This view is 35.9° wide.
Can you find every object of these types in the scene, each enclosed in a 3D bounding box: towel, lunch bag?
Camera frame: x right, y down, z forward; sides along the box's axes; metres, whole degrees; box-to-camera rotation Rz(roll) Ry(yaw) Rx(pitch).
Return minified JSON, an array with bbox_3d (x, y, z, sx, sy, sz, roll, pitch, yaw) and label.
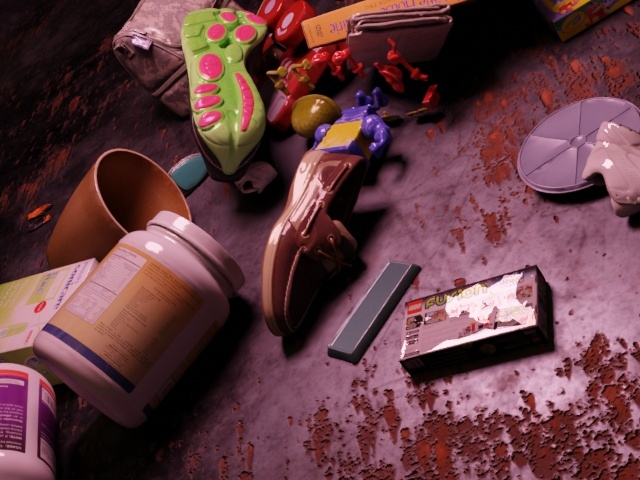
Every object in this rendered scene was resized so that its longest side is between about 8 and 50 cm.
[{"bbox_3d":[0.140,-0.370,1.826,0.187,0.049,0.282,-6,-4,1],"label":"towel"},{"bbox_3d":[-0.335,-0.485,2.358,0.212,0.256,0.305,-30,30,47],"label":"lunch bag"}]

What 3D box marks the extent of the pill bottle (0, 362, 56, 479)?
[{"bbox_3d":[-0.529,0.362,1.630,0.181,0.181,0.323,-33,33,7],"label":"pill bottle"}]

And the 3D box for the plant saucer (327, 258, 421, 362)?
[{"bbox_3d":[0.080,0.104,1.522,0.067,0.018,0.192,9,55,48],"label":"plant saucer"}]

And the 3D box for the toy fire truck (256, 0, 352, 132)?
[{"bbox_3d":[-0.071,-0.384,2.135,0.254,0.169,0.302,-54,31,9],"label":"toy fire truck"}]

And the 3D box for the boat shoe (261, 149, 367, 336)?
[{"bbox_3d":[0.000,0.000,1.622,0.123,0.123,0.342,4,59,25],"label":"boat shoe"}]

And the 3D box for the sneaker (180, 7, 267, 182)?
[{"bbox_3d":[-0.202,-0.309,2.005,0.185,0.202,0.482,6,46,-7],"label":"sneaker"}]

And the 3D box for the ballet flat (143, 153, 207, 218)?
[{"bbox_3d":[-0.316,-0.115,2.113,0.188,0.070,0.070,-46,34,-18],"label":"ballet flat"}]

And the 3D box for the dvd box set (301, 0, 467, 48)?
[{"bbox_3d":[0.216,-0.466,1.908,0.420,0.062,0.308,-9,11,35],"label":"dvd box set"}]

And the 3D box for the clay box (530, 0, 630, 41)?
[{"bbox_3d":[0.500,-0.456,1.767,0.222,0.053,0.127,-32,34,10],"label":"clay box"}]

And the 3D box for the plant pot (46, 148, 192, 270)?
[{"bbox_3d":[-0.428,-0.017,1.982,0.254,0.237,0.237,-36,31,30],"label":"plant pot"}]

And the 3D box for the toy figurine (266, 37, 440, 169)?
[{"bbox_3d":[0.018,-0.204,1.805,0.363,0.191,0.217,-2,52,43],"label":"toy figurine"}]

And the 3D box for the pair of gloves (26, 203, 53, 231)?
[{"bbox_3d":[-0.693,-0.057,2.437,0.074,0.010,0.083,-29,37,11],"label":"pair of gloves"}]

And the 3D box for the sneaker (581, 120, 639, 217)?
[{"bbox_3d":[0.456,-0.072,1.341,0.232,0.090,0.115,38,105,48],"label":"sneaker"}]

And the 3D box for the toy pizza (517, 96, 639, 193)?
[{"bbox_3d":[0.398,-0.141,1.505,0.201,0.032,0.201,-24,37,20],"label":"toy pizza"}]

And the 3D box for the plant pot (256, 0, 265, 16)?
[{"bbox_3d":[-0.155,-0.474,2.319,0.236,0.032,0.236,-63,6,11],"label":"plant pot"}]

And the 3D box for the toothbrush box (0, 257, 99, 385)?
[{"bbox_3d":[-0.540,0.172,1.923,0.283,0.122,0.206,-13,41,31],"label":"toothbrush box"}]

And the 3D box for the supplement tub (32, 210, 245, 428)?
[{"bbox_3d":[-0.296,0.128,1.651,0.228,0.228,0.316,14,58,50],"label":"supplement tub"}]

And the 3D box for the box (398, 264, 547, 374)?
[{"bbox_3d":[0.211,0.111,1.373,0.207,0.036,0.114,-18,38,27],"label":"box"}]

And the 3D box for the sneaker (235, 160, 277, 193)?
[{"bbox_3d":[-0.156,-0.129,1.986,0.152,0.053,0.061,8,57,47],"label":"sneaker"}]
